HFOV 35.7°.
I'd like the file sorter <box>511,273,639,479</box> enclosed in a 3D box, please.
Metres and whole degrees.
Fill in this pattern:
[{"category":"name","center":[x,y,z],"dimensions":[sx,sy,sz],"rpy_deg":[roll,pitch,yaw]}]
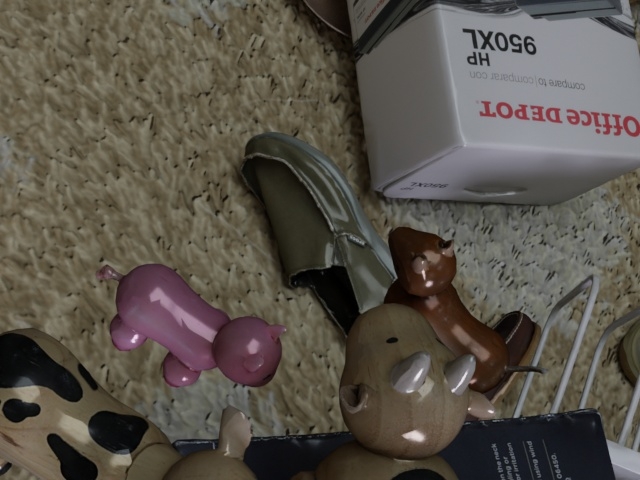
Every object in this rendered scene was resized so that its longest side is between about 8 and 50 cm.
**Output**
[{"category":"file sorter","center":[0.341,0.168,0.966],"dimensions":[0.278,0.193,0.173],"rpy_deg":[21,74,4]}]

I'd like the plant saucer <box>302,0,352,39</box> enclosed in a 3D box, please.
[{"category":"plant saucer","center":[0.047,-0.311,1.185],"dimensions":[0.199,0.036,0.198],"rpy_deg":[8,66,-20]}]

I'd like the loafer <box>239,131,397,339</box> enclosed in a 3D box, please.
[{"category":"loafer","center":[0.000,0.000,1.001],"dimensions":[0.251,0.094,0.087],"rpy_deg":[50,55,2]}]

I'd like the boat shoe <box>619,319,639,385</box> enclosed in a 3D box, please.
[{"category":"boat shoe","center":[0.470,0.065,1.177],"dimensions":[0.302,0.098,0.109],"rpy_deg":[-39,88,-31]}]

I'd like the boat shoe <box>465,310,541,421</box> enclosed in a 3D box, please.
[{"category":"boat shoe","center":[0.155,0.143,1.022],"dimensions":[0.073,0.073,0.207],"rpy_deg":[42,59,-5]}]

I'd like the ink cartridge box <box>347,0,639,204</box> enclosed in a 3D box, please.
[{"category":"ink cartridge box","center":[0.191,-0.253,1.112],"dimensions":[0.286,0.166,0.394],"rpy_deg":[0,75,-30]}]

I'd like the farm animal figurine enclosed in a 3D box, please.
[{"category":"farm animal figurine","center":[0.006,0.126,0.510],"dimensions":[0.330,0.172,0.326],"rpy_deg":[-13,73,-28]}]

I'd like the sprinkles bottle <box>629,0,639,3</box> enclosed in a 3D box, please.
[{"category":"sprinkles bottle","center":[0.441,-0.383,1.336],"dimensions":[0.355,0.121,0.121],"rpy_deg":[-22,79,-29]}]

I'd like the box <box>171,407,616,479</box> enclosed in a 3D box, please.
[{"category":"box","center":[0.006,0.259,0.754],"dimensions":[0.313,0.343,0.178],"rpy_deg":[1,68,-22]}]
